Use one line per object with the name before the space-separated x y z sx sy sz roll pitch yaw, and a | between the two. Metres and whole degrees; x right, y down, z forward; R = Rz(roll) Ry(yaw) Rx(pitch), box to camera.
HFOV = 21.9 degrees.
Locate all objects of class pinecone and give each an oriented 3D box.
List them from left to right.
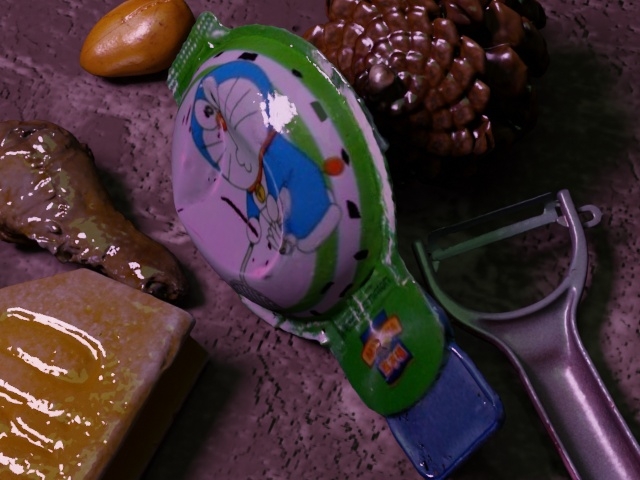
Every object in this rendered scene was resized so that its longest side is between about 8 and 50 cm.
pinecone | 0.074 -0.118 1.067 0.174 0.173 0.173 -5 59 9

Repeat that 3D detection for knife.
knife | 0.162 0.096 0.977 0.123 0.053 0.278 -21 59 -6

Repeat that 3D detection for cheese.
cheese | 0.000 0.000 1.007 0.083 0.204 0.320 -19 67 -38

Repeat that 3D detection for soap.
soap | -0.185 0.129 1.019 0.140 0.073 0.232 22 66 18

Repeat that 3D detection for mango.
mango | -0.132 -0.145 1.184 0.089 0.046 0.060 -26 59 1

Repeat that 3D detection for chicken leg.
chicken leg | -0.165 -0.017 1.107 0.198 0.069 0.085 36 74 20
